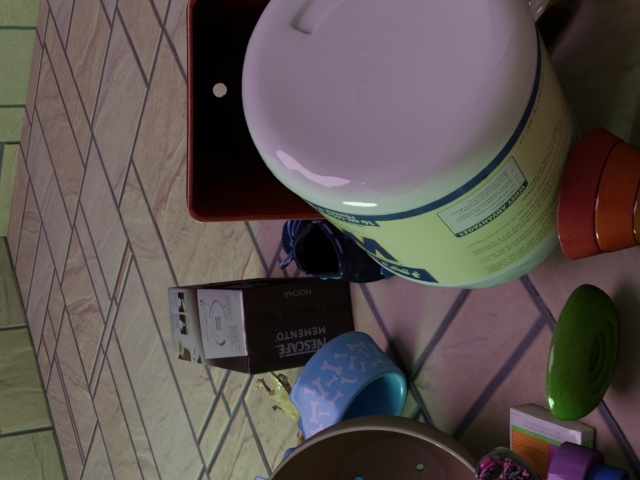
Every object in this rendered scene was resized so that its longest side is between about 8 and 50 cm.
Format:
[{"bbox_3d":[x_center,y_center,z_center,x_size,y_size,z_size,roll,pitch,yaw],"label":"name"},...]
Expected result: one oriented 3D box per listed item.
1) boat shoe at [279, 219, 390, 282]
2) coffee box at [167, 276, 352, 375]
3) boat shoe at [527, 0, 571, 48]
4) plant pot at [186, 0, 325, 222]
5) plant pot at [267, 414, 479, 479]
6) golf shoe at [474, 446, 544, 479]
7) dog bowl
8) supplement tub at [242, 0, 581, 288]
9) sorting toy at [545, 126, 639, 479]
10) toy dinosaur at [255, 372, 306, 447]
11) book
[{"bbox_3d":[0.000,0.000,1.426,0.258,0.089,0.109,4,98,63],"label":"boat shoe"},{"bbox_3d":[-0.095,0.119,1.546,0.297,0.168,0.118,-4,91,63],"label":"coffee box"},{"bbox_3d":[0.200,-0.201,1.055,0.135,0.050,0.045,-51,46,40],"label":"boat shoe"},{"bbox_3d":[-0.052,-0.181,1.343,0.236,0.267,0.267,-137,47,-70],"label":"plant pot"},{"bbox_3d":[0.077,0.318,1.193,0.191,0.284,0.284,-40,-50,-77],"label":"plant pot"},{"bbox_3d":[0.225,0.281,1.031,0.067,0.086,0.186,-36,82,14],"label":"golf shoe"},{"bbox_3d":[0.014,0.263,1.332,0.074,0.166,0.297,31,104,35],"label":"dog bowl"},{"bbox_3d":[0.098,-0.093,0.917,0.235,0.325,0.235,-7,70,21],"label":"supplement tub"},{"bbox_3d":[0.280,0.087,0.925,0.126,0.127,0.365,11,108,33],"label":"sorting toy"},{"bbox_3d":[-0.057,0.233,1.597,0.092,0.053,0.183,30,150,59],"label":"toy dinosaur"},{"bbox_3d":[0.237,0.250,1.078,0.096,0.035,0.144,16,109,58],"label":"book"}]
